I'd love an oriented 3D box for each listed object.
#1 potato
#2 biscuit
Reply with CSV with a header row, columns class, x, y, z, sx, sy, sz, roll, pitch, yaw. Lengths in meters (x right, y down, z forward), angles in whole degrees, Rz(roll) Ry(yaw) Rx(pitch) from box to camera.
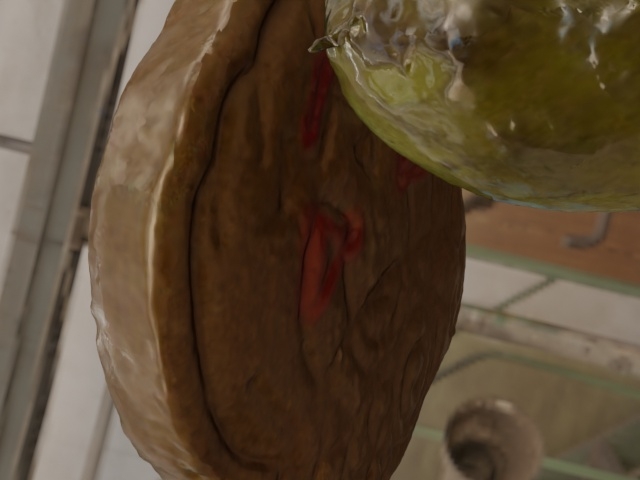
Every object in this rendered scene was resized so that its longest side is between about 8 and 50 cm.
class,x,y,z,sx,sy,sz,roll,pitch,yaw
potato,0.115,-0.087,0.436,0.113,0.251,0.149,-132,25,-71
biscuit,0.002,0.000,0.618,0.273,0.049,0.257,-50,-41,-50
